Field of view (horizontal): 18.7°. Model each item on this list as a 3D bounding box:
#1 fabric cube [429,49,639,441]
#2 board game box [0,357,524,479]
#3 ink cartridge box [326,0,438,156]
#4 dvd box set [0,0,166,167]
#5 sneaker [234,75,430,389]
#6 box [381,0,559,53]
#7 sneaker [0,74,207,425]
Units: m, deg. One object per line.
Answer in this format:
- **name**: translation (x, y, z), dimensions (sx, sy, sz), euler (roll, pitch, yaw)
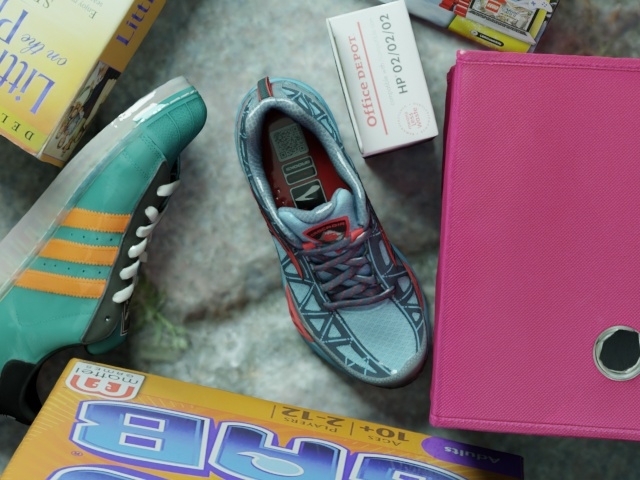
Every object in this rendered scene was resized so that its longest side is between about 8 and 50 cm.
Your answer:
- **fabric cube**: translation (0.211, 0.003, 1.409), dimensions (0.254, 0.259, 0.258), euler (4, 92, 3)
- **board game box**: translation (-0.065, 0.337, 1.344), dimensions (0.356, 0.356, 0.356), euler (12, 106, 1)
- **ink cartridge box**: translation (0.046, -0.118, 1.448), dimensions (0.061, 0.181, 0.104), euler (-15, 92, 2)
- **dvd box set**: translation (-0.209, -0.309, 1.473), dimensions (0.307, 0.062, 0.420), euler (32, 93, 17)
- **sneaker**: translation (0.000, 0.000, 1.482), dimensions (0.104, 0.125, 0.262), euler (-28, 91, 3)
- **box**: translation (0.080, -0.241, 1.460), dimensions (0.233, 0.159, 0.044), euler (23, 53, 1)
- **sneaker**: translation (-0.173, 0.012, 1.503), dimensions (0.121, 0.108, 0.302), euler (42, 101, -1)
